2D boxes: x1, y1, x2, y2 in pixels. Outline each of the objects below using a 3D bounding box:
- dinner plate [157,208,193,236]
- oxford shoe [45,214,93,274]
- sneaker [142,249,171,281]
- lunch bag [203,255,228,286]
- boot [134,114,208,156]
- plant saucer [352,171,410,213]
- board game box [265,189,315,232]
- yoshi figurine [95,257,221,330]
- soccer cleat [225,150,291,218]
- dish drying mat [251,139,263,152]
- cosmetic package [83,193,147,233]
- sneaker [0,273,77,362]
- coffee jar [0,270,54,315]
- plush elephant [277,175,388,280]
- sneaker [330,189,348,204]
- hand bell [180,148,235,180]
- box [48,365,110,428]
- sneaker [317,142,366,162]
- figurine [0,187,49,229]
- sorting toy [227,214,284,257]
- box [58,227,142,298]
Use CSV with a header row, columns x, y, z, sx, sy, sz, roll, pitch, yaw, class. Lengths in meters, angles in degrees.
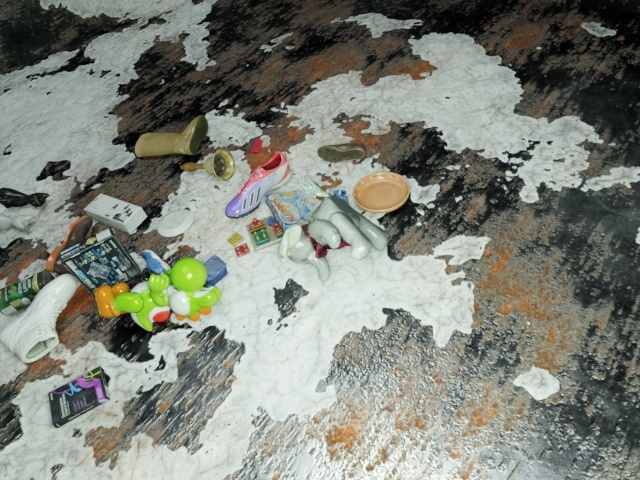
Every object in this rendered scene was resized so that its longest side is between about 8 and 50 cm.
x,y,z,sx,sy,sz,roll,pitch,yaw,class
-0.547,-0.071,1.918,0.141,0.017,0.141,-7,46,7,dinner plate
-0.899,0.020,1.892,0.099,0.096,0.271,17,51,-3,oxford shoe
-0.587,0.092,1.750,0.152,0.058,0.085,33,54,28,sneaker
-0.354,0.107,1.674,0.067,0.065,0.098,41,66,21,lunch bag
-0.656,-0.463,2.254,0.270,0.089,0.236,2,49,18,boot
0.213,-0.163,1.791,0.200,0.037,0.199,-7,46,8,plant saucer
-0.097,-0.104,1.780,0.136,0.035,0.201,-11,39,-22,board game box
-0.492,0.140,1.583,0.363,0.203,0.203,-5,49,7,yoshi figurine
-0.239,-0.206,1.891,0.109,0.116,0.318,30,61,34,soccer cleat
-0.265,-0.395,2.144,0.032,0.008,0.083,0,48,13,dish drying mat
-0.798,-0.108,1.986,0.239,0.060,0.099,17,54,27,cosmetic package
-0.869,0.256,1.651,0.169,0.108,0.292,26,69,30,sneaker
-1.015,0.179,1.768,0.185,0.079,0.096,-25,47,-9,coffee jar
0.000,0.000,1.575,0.330,0.255,0.272,41,19,5,plush elephant
0.072,-0.129,1.786,0.059,0.053,0.144,-11,48,1,sneaker
-0.477,-0.298,2.068,0.242,0.126,0.126,1,48,33,hand bell
-0.697,0.449,1.474,0.162,0.029,0.116,-29,48,-10,box
0.084,-0.344,1.983,0.189,0.066,0.071,5,33,12,sneaker
-1.256,-0.124,2.106,0.210,0.092,0.214,2,50,11,figurine
-0.195,-0.039,1.777,0.275,0.046,0.132,-21,47,-4,sorting toy
-0.718,0.080,1.685,0.175,0.220,0.051,-29,51,-11,box
